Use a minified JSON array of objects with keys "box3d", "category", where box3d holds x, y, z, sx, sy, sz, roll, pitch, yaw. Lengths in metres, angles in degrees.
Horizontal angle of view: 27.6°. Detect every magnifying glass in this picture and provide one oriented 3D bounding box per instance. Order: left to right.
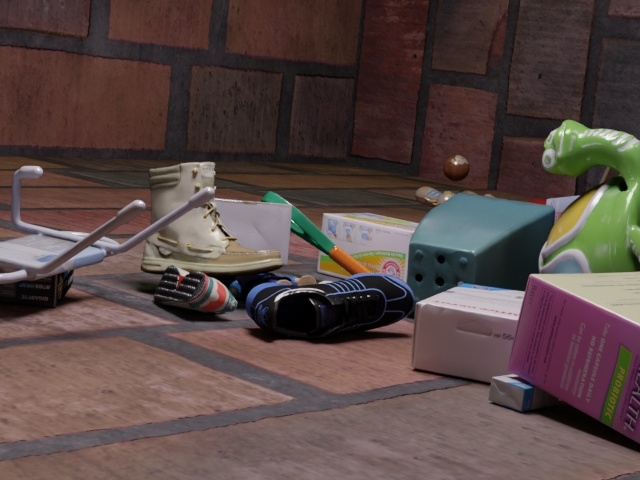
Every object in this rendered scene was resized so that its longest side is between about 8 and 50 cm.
[{"box3d":[0.000,0.000,2.080,0.231,0.026,0.092,40,-11,6],"category":"magnifying glass"}]

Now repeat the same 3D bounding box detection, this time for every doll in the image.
[{"box3d":[-0.072,0.067,1.884,0.129,0.046,0.189,-9,7,-27],"category":"doll"}]

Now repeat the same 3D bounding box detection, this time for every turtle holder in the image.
[{"box3d":[0.396,0.018,1.717,0.320,0.243,0.227,43,-31,-27],"category":"turtle holder"}]

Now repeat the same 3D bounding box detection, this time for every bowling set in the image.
[{"box3d":[0.271,-0.065,2.598,0.287,0.199,0.154,-2,12,-25],"category":"bowling set"}]

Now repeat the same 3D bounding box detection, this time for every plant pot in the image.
[{"box3d":[0.227,0.038,1.936,0.166,0.165,0.234,10,16,27],"category":"plant pot"}]

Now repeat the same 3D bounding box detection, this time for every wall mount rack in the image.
[{"box3d":[-0.322,-0.022,1.677,0.304,0.130,0.350,10,11,18],"category":"wall mount rack"}]

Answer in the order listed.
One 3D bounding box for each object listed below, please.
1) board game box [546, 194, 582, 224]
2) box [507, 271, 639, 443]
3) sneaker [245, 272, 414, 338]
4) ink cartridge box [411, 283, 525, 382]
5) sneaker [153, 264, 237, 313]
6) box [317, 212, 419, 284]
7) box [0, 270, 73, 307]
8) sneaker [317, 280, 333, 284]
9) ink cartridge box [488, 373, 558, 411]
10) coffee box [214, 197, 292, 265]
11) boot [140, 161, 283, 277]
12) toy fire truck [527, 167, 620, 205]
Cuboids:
[{"box3d":[0.535,-0.017,2.024,0.319,0.065,0.318,8,0,-1],"category":"board game box"},{"box3d":[0.368,0.126,1.395,0.214,0.117,0.243,0,17,-38],"category":"box"},{"box3d":[0.023,0.091,1.687,0.232,0.081,0.090,-4,13,-18],"category":"sneaker"},{"box3d":[0.213,0.113,1.605,0.148,0.085,0.203,9,9,23],"category":"ink cartridge box"},{"box3d":[-0.169,0.076,1.774,0.075,0.057,0.161,31,-14,-26],"category":"sneaker"},{"box3d":[0.107,0.019,2.158,0.203,0.103,0.114,13,10,43],"category":"box"},{"box3d":[-0.455,0.041,1.768,0.220,0.051,0.175,5,8,-5],"category":"box"},{"box3d":[0.042,0.083,1.919,0.109,0.040,0.044,-5,29,-39],"category":"sneaker"},{"box3d":[0.232,0.166,1.441,0.083,0.028,0.048,-2,12,-43],"category":"ink cartridge box"},{"box3d":[-0.142,-0.008,2.037,0.141,0.098,0.246,5,-3,-15],"category":"coffee box"},{"box3d":[-0.154,-0.030,1.856,0.213,0.165,0.077,1,-6,20],"category":"boot"},{"box3d":[0.475,-0.047,2.384,0.217,0.246,0.158,3,8,-22],"category":"toy fire truck"}]
